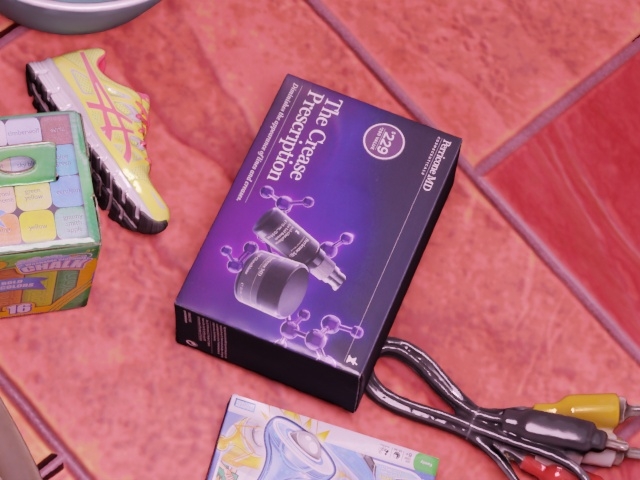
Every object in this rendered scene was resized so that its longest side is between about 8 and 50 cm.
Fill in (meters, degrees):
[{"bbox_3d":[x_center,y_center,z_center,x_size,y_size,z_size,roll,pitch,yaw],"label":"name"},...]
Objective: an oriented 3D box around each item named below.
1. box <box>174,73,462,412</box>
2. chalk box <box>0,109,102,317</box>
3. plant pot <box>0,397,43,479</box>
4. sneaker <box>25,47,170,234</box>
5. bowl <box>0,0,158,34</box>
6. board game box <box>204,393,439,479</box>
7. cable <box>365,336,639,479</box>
[{"bbox_3d":[0.000,0.000,1.666,0.184,0.103,0.261,22,66,5],"label":"box"},{"bbox_3d":[-0.268,-0.027,1.574,0.132,0.213,0.132,-6,70,-14],"label":"chalk box"},{"bbox_3d":[-0.417,0.167,1.446,0.280,0.323,0.323,-34,78,-4],"label":"plant pot"},{"bbox_3d":[-0.191,-0.102,1.693,0.094,0.081,0.208,-28,77,-22],"label":"sneaker"},{"bbox_3d":[-0.239,-0.321,1.723,0.311,0.163,0.311,4,68,-9],"label":"bowl"},{"bbox_3d":[-0.005,0.234,1.623,0.201,0.035,0.136,17,67,-4],"label":"board game box"},{"bbox_3d":[0.164,0.184,1.681,0.287,0.072,0.139,14,76,7],"label":"cable"}]
